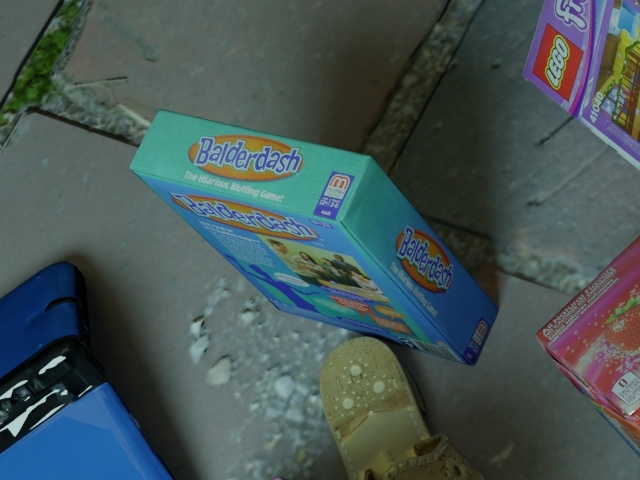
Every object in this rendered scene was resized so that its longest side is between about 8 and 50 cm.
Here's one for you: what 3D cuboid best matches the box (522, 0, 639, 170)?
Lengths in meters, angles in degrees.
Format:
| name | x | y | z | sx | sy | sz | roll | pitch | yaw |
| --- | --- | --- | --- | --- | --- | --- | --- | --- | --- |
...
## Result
| name | x | y | z | sx | sy | sz | roll | pitch | yaw |
| --- | --- | --- | --- | --- | --- | --- | --- | --- | --- |
| box | 0.239 | -0.176 | 1.190 | 0.201 | 0.057 | 0.293 | 45 | 134 | 37 |

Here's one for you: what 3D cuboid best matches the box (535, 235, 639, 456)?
| name | x | y | z | sx | sy | sz | roll | pitch | yaw |
| --- | --- | --- | --- | --- | --- | --- | --- | --- | --- |
| box | 0.267 | 0.026 | 1.110 | 0.257 | 0.128 | 0.122 | -44 | 28 | -1 |

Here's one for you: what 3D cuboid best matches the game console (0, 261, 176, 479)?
| name | x | y | z | sx | sy | sz | roll | pitch | yaw |
| --- | --- | --- | --- | --- | --- | --- | --- | --- | --- |
| game console | -0.236 | 0.193 | 1.374 | 0.293 | 0.173 | 0.250 | -35 | 22 | 6 |

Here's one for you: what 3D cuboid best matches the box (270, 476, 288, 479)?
| name | x | y | z | sx | sy | sz | roll | pitch | yaw |
| --- | --- | --- | --- | --- | --- | --- | --- | --- | --- |
| box | -0.037 | 0.256 | 1.088 | 0.117 | 0.243 | 0.213 | 27 | 76 | -3 |

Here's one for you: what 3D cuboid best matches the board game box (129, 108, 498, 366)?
| name | x | y | z | sx | sy | sz | roll | pitch | yaw |
| --- | --- | --- | --- | --- | --- | --- | --- | --- | --- |
| board game box | 0.000 | 0.000 | 1.240 | 0.160 | 0.210 | 0.047 | 15 | 72 | 33 |

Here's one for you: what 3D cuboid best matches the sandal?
| name | x | y | z | sx | sy | sz | roll | pitch | yaw |
| --- | --- | --- | --- | --- | --- | --- | --- | --- | --- |
| sandal | 0.050 | 0.147 | 1.214 | 0.088 | 0.079 | 0.240 | -34 | 53 | 7 |
